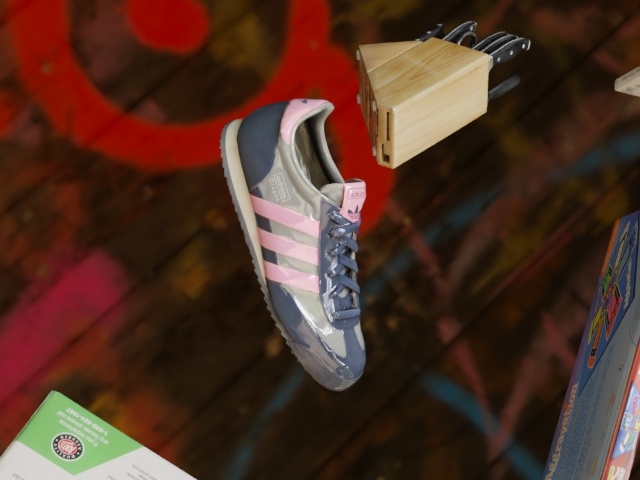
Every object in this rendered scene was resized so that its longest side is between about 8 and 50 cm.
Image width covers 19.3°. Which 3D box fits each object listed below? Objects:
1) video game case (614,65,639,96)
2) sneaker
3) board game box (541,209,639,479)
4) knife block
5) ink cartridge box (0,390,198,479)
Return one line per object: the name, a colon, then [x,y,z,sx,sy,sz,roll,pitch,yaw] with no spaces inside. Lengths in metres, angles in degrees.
video game case: [0.452,-0.189,2.235,0.157,0.019,0.143,11,-17,-20]
sneaker: [0.000,0.000,2.018,0.131,0.112,0.319,-22,-92,29]
board game box: [0.264,0.103,1.675,0.027,0.281,0.145,21,-14,-12]
knife block: [0.174,-0.201,2.487,0.276,0.242,0.088,-102,-171,-60]
ink cartridge box: [-0.252,0.324,1.788,0.211,0.289,0.121,32,-26,11]
